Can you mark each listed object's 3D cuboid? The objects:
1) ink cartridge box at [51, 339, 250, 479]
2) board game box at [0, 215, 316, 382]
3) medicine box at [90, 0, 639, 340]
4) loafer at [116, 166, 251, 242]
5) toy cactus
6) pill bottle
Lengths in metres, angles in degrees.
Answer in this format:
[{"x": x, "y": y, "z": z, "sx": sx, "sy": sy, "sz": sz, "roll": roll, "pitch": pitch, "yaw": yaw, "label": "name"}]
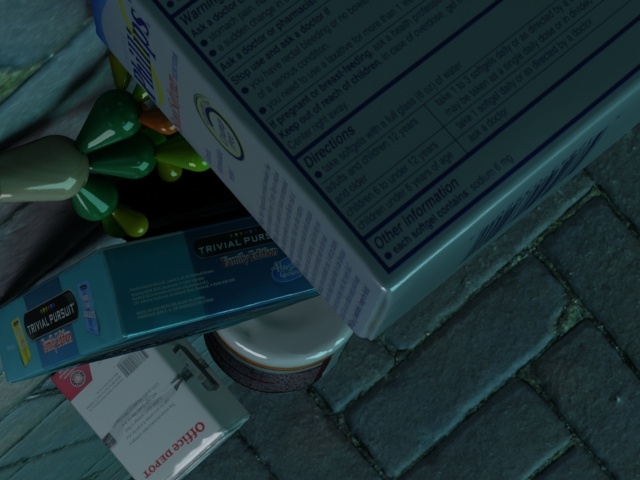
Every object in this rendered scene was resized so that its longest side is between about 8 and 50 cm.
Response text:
[{"x": -0.226, "y": 0.210, "z": 1.846, "sx": 0.158, "sy": 0.218, "sz": 0.092, "roll": -43, "pitch": 172, "yaw": 22, "label": "ink cartridge box"}, {"x": -0.137, "y": 0.049, "z": 1.292, "sx": 0.254, "sy": 0.079, "sz": 0.336, "roll": -13, "pitch": 175, "yaw": -31, "label": "board game box"}, {"x": 0.040, "y": -0.135, "z": 0.876, "sx": 0.263, "sy": 0.289, "sz": 0.149, "roll": -38, "pitch": 170, "yaw": -14, "label": "medicine box"}, {"x": -0.073, "y": -0.068, "z": 1.300, "sx": 0.302, "sy": 0.109, "sz": 0.095, "roll": -26, "pitch": 163, "yaw": 20, "label": "loafer"}, {"x": -0.167, "y": -0.073, "z": 1.055, "sx": 0.180, "sy": 0.112, "sz": 0.219, "roll": -14, "pitch": 162, "yaw": -30, "label": "toy cactus"}, {"x": -0.062, "y": 0.102, "z": 2.010, "sx": 0.224, "sy": 0.224, "sz": 0.392, "roll": -39, "pitch": 172, "yaw": -13, "label": "pill bottle"}]
